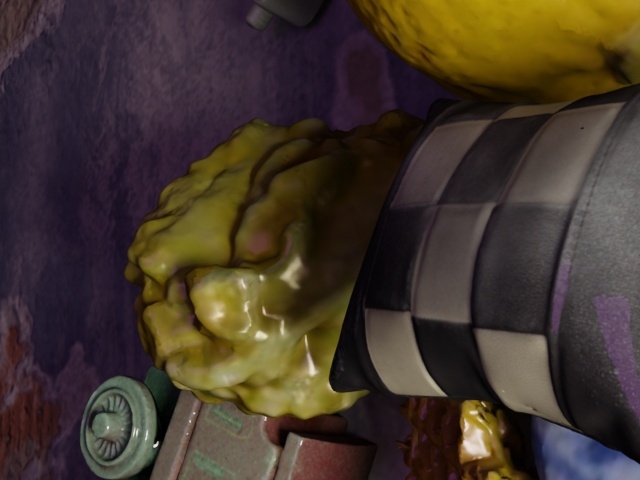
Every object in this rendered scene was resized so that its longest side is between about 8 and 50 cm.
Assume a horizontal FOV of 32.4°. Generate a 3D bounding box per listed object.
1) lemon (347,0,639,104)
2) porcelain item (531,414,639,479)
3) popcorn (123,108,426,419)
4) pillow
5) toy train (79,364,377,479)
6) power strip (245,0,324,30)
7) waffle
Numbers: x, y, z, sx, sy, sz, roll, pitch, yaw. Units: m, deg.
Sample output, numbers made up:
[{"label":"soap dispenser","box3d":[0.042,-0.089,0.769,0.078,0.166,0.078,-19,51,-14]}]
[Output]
[{"label":"lemon","box3d":[0.138,-0.237,0.653,0.336,0.336,0.336,-15,68,41]},{"label":"porcelain item","box3d":[0.234,0.124,0.540,0.242,0.178,0.405,-42,46,29]},{"label":"popcorn","box3d":[0.000,0.000,0.794,0.286,0.174,0.225,-25,41,-2]},{"label":"pillow","box3d":[0.104,0.004,0.527,0.250,0.106,0.186,4,67,58]},{"label":"toy train","box3d":[-0.100,0.239,0.871,0.221,0.150,0.304,19,90,39]},{"label":"power strip","box3d":[0.033,-0.355,0.966,0.385,0.062,0.091,-58,43,14]},{"label":"waffle","box3d":[0.092,0.179,0.681,0.229,0.051,0.232,93,168,-53]}]
